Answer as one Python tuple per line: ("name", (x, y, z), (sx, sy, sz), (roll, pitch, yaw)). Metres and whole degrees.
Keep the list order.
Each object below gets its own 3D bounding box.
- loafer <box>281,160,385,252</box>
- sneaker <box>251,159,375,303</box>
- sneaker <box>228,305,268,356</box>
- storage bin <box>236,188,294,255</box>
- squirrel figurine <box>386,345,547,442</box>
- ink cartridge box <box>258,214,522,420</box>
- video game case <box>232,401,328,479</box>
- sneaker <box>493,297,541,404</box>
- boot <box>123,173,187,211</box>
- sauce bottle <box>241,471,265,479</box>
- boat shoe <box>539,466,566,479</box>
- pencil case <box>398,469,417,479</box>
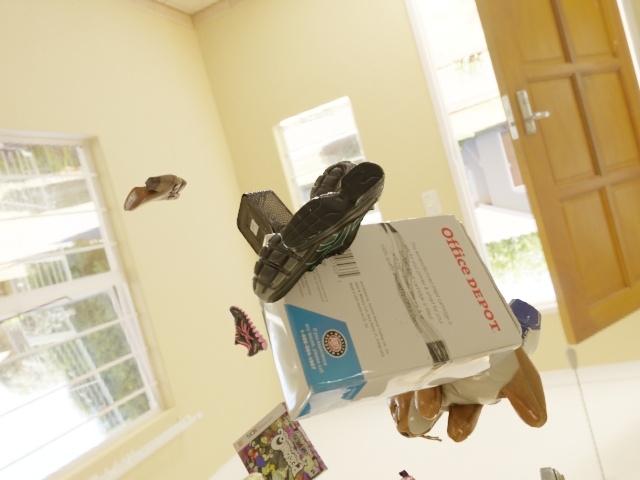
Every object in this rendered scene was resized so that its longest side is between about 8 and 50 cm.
("loafer", (0.024, -0.035, 0.712), (0.170, 0.062, 0.061), (-36, 144, -10))
("sneaker", (0.000, 0.000, 0.830), (0.101, 0.106, 0.267), (23, -110, 49))
("sneaker", (-0.163, 0.192, 1.094), (0.057, 0.119, 0.047), (-34, 170, -19))
("storage bin", (-0.137, -0.037, 1.364), (0.084, 0.180, 0.122), (-14, 138, -36))
("squirrel figurine", (0.319, 0.318, 1.332), (0.370, 0.281, 0.396), (-52, -163, 43))
("ink cartridge box", (0.110, 0.125, 0.942), (0.395, 0.285, 0.166), (-7, 147, -21))
("video game case", (-0.122, 0.630, 1.525), (0.210, 0.232, 0.042), (-42, 153, 9))
("sneaker", (0.523, 0.310, 1.446), (0.128, 0.315, 0.182), (27, 170, 21))
("boot", (-0.327, -0.092, 1.046), (0.118, 0.042, 0.087), (-34, 160, 29))
("sauce bottle", (-0.142, 0.482, 1.011), (0.042, 0.042, 0.128), (-15, 165, 5))
("boat shoe", (0.570, 0.630, 1.152), (0.094, 0.302, 0.109), (-21, -171, 20))
("pencil case", (0.254, 0.701, 1.238), (0.124, 0.284, 0.124), (-39, 170, -8))
